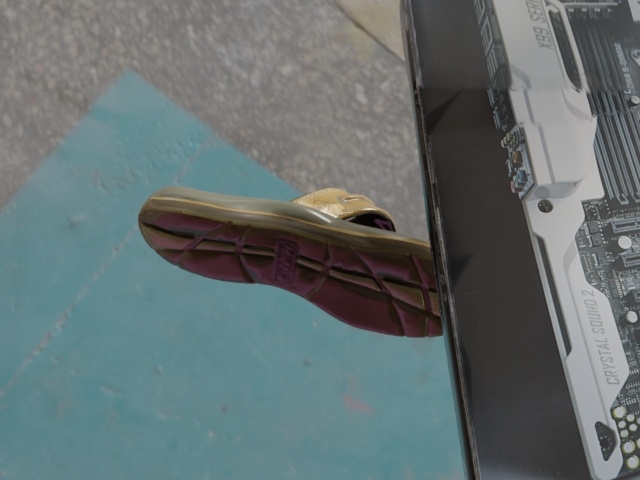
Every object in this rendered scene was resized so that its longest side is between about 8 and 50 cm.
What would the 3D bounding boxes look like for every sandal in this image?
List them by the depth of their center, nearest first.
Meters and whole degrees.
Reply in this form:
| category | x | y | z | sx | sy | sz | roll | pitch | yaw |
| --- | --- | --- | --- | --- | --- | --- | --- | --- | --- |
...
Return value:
| category | x | y | z | sx | sy | sz | roll | pitch | yaw |
| --- | --- | --- | --- | --- | --- | --- | --- | --- | --- |
| sandal | 0.000 | 0.000 | 0.561 | 0.180 | 0.049 | 0.072 | 15 | 143 | -2 |

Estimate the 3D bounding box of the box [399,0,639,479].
| category | x | y | z | sx | sy | sz | roll | pitch | yaw |
| --- | --- | --- | --- | --- | --- | --- | --- | --- | --- |
| box | 0.197 | -0.003 | 0.433 | 0.308 | 0.242 | 0.076 | -7 | 161 | 3 |
